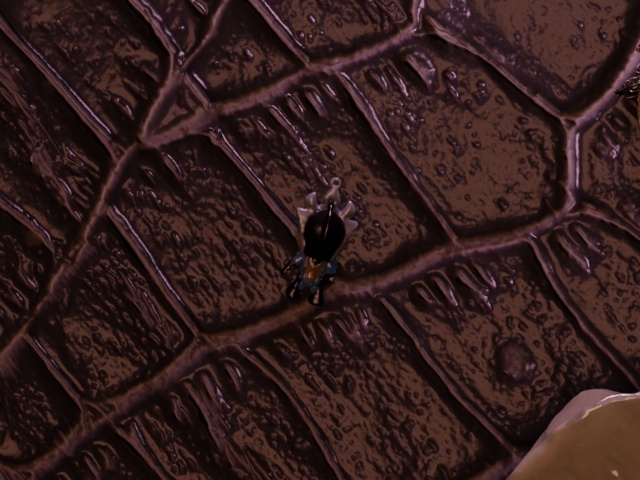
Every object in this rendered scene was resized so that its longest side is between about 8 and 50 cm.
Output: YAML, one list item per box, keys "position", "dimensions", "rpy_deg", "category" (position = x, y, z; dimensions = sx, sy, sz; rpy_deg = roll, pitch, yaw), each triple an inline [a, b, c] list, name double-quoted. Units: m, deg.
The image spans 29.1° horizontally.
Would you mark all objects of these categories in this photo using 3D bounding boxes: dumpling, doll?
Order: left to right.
- position: [0.000, 0.000, 1.848]
  dimensions: [0.096, 0.070, 0.195]
  rpy_deg: [14, 102, -8]
  category: "doll"
- position: [0.401, 0.301, 1.720]
  dimensions: [0.318, 0.243, 0.187]
  rpy_deg: [-30, 58, -2]
  category: "dumpling"

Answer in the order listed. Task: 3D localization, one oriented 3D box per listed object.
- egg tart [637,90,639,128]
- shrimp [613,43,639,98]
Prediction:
- position: [0.545, -0.184, 1.739]
  dimensions: [0.191, 0.074, 0.191]
  rpy_deg: [-1, 102, -3]
  category: "egg tart"
- position: [0.490, -0.259, 1.784]
  dimensions: [0.161, 0.034, 0.091]
  rpy_deg: [-26, 80, 2]
  category: "shrimp"
